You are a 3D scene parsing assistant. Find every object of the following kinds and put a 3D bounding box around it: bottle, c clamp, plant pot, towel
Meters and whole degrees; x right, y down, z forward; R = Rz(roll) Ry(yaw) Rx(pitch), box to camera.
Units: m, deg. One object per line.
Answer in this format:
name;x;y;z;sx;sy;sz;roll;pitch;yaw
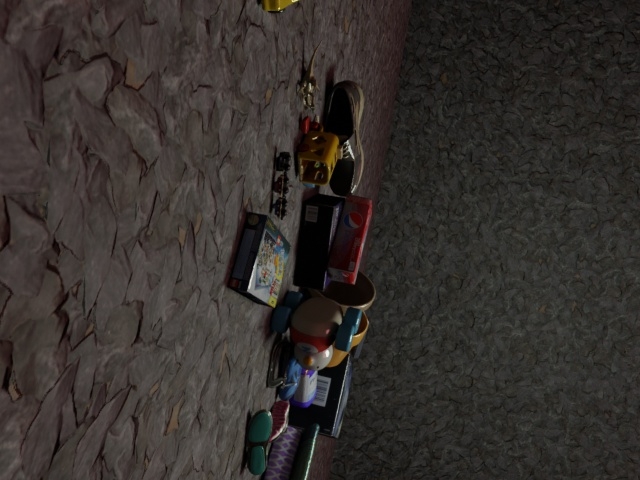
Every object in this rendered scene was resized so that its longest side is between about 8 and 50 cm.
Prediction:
bottle;-0.054;0.415;1.645;0.118;0.092;0.283;-55;153;-62
c clamp;-0.111;0.360;1.436;0.137;0.022;0.161;-7;107;-56
plant pot;0.040;0.330;1.724;0.205;0.205;0.188;-60;170;-59
plant pot;0.059;0.184;1.675;0.237;0.237;0.110;-61;170;-58
towel;-0.105;0.796;1.584;0.271;0.040;0.370;-49;-164;49

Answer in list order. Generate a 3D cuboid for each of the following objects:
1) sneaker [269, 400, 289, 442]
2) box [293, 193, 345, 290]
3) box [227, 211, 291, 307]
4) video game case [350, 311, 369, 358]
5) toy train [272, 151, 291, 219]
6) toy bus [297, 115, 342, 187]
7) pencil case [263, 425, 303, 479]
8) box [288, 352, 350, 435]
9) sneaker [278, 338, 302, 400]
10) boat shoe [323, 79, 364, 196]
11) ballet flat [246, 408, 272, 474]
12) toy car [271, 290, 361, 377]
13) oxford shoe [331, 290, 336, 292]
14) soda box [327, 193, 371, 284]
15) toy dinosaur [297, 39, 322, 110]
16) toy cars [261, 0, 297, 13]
sneaker;-0.129;0.551;1.468;0.170;0.063;0.075;-60;152;-72
box;0.000;0.000;1.533;0.184;0.103;0.262;-51;150;-72
box;-0.126;0.051;1.087;0.233;0.044;0.159;63;39;-72
video game case;0.114;0.280;1.893;0.274;0.026;0.196;-110;-156;-48
toy train;-0.090;-0.124;1.133;0.027;0.036;0.159;-116;-151;-70
toy bus;0.006;-0.241;1.332;0.191;0.104;0.202;-18;118;-78
pencil case;-0.125;0.696;1.586;0.088;0.086;0.206;-54;-167;53
box;0.010;0.581;1.892;0.294;0.182;0.297;77;26;-67
sneaker;-0.098;0.391;1.523;0.082;0.069;0.210;19;96;-35
boat shoe;0.056;-0.308;1.523;0.130;0.132;0.356;-28;119;-64
ballet flat;-0.166;0.519;1.303;0.070;0.070;0.189;-32;133;-75
toy car;-0.021;0.297;1.398;0.210;0.219;0.238;-48;150;-69
oxford shoe;0.039;0.279;1.920;0.133;0.129;0.364;-84;-179;-50
soda box;0.093;-0.005;1.514;0.092;0.083;0.264;80;23;-61
toy dinosaur;-0.029;-0.388;1.210;0.183;0.053;0.093;99;-7;-47
toy cars;-0.066;-0.484;0.802;0.393;0.087;0.177;-10;110;-78
